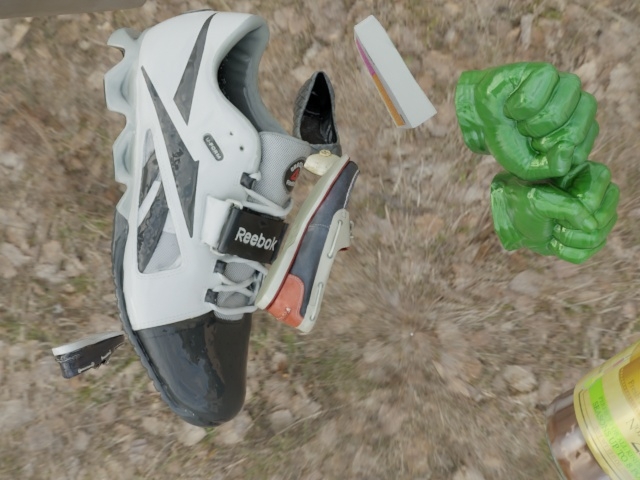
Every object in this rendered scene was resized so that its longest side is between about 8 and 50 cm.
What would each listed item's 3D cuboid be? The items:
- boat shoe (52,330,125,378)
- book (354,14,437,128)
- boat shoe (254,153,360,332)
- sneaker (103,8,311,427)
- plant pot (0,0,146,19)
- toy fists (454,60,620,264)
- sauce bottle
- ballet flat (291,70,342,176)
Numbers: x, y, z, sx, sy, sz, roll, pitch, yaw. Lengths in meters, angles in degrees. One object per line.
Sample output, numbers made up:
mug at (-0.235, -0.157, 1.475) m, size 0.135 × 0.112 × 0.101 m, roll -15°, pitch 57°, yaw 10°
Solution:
boat shoe at (-0.252, 0.124, 1.180) m, size 0.046 × 0.125 × 0.038 m, roll -13°, pitch 91°, yaw 15°
book at (0.060, -0.145, 0.930) m, size 0.035 × 0.144 × 0.096 m, roll -32°, pitch 96°, yaw 5°
boat shoe at (0.000, 0.000, 0.757) m, size 0.043 × 0.049 × 0.137 m, roll 30°, pitch 63°, yaw -9°
sneaker at (-0.076, -0.023, 0.822) m, size 0.146 × 0.122 × 0.330 m, roll -10°, pitch 85°, yaw 24°
plant pot at (-0.335, -0.393, 1.254) m, size 0.280 × 0.323 × 0.323 m, roll 6°, pitch 85°, yaw -19°
toy fists at (0.255, -0.084, 1.213) m, size 0.142 × 0.279 × 0.096 m, roll -3°, pitch 41°, yaw 29°
sauce bottle at (0.296, 0.061, 0.665) m, size 0.111 × 0.111 × 0.344 m, roll 50°, pitch 122°, yaw 7°
ballet flat at (-0.005, -0.135, 1.236) m, size 0.058 × 0.049 × 0.173 m, roll 6°, pitch 41°, yaw -14°
